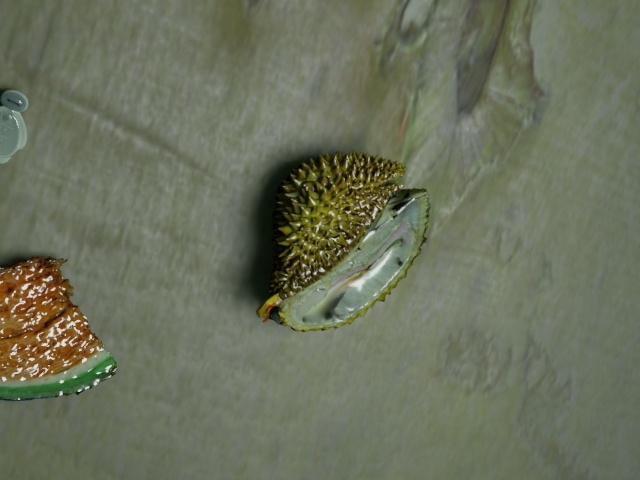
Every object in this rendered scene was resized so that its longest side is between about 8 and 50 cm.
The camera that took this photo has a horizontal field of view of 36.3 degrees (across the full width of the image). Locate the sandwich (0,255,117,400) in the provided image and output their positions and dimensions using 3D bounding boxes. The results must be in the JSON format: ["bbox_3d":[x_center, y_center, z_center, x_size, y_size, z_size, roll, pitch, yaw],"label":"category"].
[{"bbox_3d":[-0.353,0.104,1.072,0.235,0.079,0.159,-10,89,-17],"label":"sandwich"}]

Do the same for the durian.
[{"bbox_3d":[0.000,0.000,1.107,0.237,0.138,0.193,-34,144,-28],"label":"durian"}]

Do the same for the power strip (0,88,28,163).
[{"bbox_3d":[-0.345,-0.127,1.069,0.055,0.035,0.083,23,104,-16],"label":"power strip"}]
